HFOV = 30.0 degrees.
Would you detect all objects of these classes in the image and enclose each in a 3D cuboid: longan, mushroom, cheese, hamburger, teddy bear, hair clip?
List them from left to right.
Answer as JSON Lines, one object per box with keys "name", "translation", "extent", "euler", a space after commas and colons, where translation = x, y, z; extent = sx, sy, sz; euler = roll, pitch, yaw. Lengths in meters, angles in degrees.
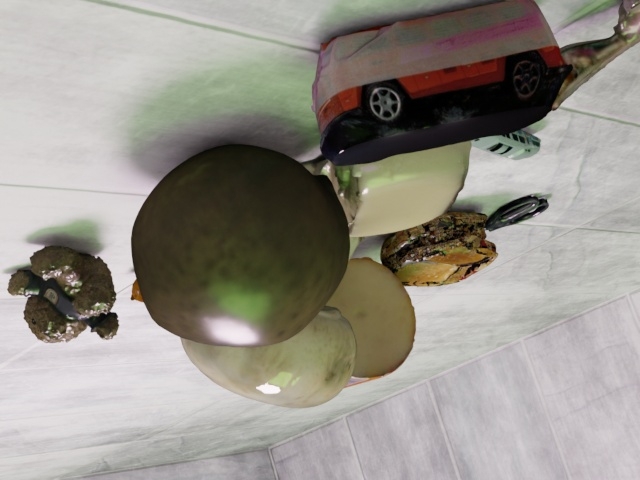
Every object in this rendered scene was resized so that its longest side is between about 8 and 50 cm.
{"name": "teddy bear", "translation": [-0.378, 0.082, 1.841], "extent": [0.129, 0.182, 0.251], "euler": [-51, -175, -37]}
{"name": "longan", "translation": [-0.105, 0.010, 1.619], "extent": [0.288, 0.288, 0.350], "euler": [-24, 163, 23]}
{"name": "mushroom", "translation": [-0.062, 0.104, 1.986], "extent": [0.336, 0.314, 0.314], "euler": [-60, 161, -4]}
{"name": "cheese", "translation": [0.090, -0.097, 1.717], "extent": [0.233, 0.127, 0.266], "euler": [-11, 160, -12]}
{"name": "hamburger", "translation": [0.221, 0.018, 2.270], "extent": [0.231, 0.107, 0.231], "euler": [-12, 165, -3]}
{"name": "hair clip", "translation": [0.412, -0.275, 1.547], "extent": [0.300, 0.069, 0.173], "euler": [-31, 163, 10]}

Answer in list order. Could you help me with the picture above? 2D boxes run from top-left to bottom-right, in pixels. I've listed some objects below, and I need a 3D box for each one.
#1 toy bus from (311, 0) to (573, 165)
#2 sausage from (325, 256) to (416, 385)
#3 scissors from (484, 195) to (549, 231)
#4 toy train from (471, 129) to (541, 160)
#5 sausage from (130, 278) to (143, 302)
{"name": "toy bus", "translation": [0.135, -0.186, 1.420], "extent": [0.303, 0.147, 0.127], "euler": [-12, 163, -12]}
{"name": "sausage", "translation": [0.027, 0.172, 2.286], "extent": [0.233, 0.233, 0.287], "euler": [-10, 169, -23]}
{"name": "scissors", "translation": [0.317, -0.020, 2.388], "extent": [0.300, 0.022, 0.109], "euler": [-27, 158, 33]}
{"name": "toy train", "translation": [0.287, -0.156, 1.862], "extent": [0.043, 0.047, 0.207], "euler": [-26, 160, 32]}
{"name": "sausage", "translation": [-0.242, 0.055, 2.003], "extent": [0.183, 0.054, 0.062], "euler": [-27, -171, 10]}
